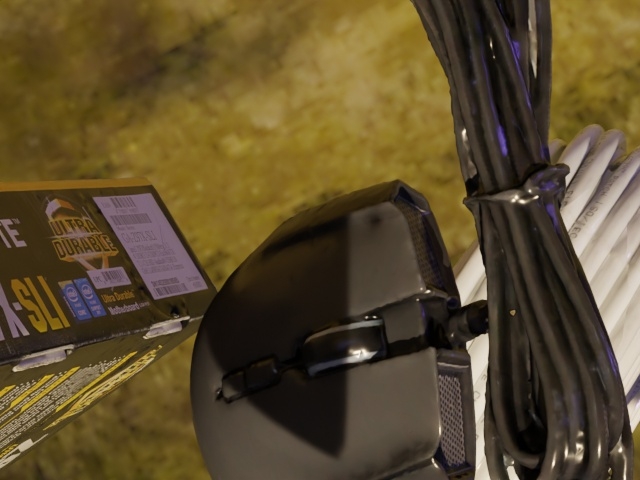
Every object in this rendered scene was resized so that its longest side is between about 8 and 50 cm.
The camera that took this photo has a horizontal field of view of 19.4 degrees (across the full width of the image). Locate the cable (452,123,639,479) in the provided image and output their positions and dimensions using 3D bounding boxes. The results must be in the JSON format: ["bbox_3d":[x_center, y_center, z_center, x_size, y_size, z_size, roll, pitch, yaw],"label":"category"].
[{"bbox_3d":[0.087,0.075,0.826,0.257,0.089,0.257,-46,161,-46],"label":"cable"}]

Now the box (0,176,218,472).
[{"bbox_3d":[-0.217,0.096,0.731,0.322,0.079,0.257,-36,175,15],"label":"box"}]

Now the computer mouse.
[{"bbox_3d":[0.000,0.000,0.552,0.060,0.184,0.262,-5,172,-19],"label":"computer mouse"}]
